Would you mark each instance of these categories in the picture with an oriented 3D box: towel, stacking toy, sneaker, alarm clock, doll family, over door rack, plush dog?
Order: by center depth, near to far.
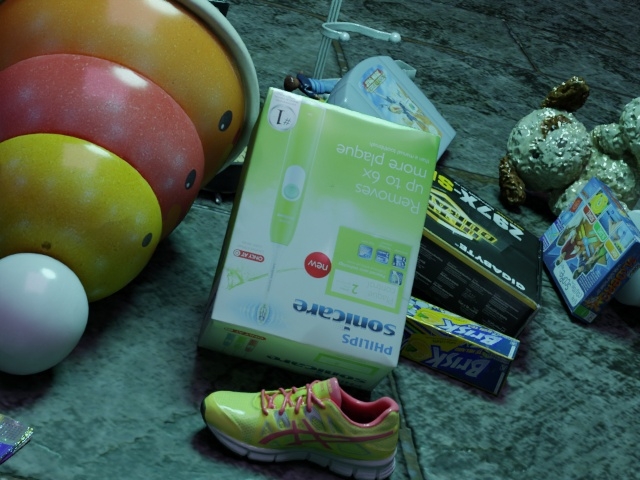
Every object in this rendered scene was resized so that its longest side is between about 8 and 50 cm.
[{"bbox_3d":[-0.308,0.182,1.285,0.060,0.009,0.083,25,25,12],"label":"towel"},{"bbox_3d":[-0.016,0.172,1.405,0.209,0.094,0.081,12,27,-11],"label":"sneaker"},{"bbox_3d":[-0.272,-0.044,1.523,0.351,0.350,0.480,16,48,-5],"label":"stacking toy"},{"bbox_3d":[-0.157,-0.122,1.949,0.129,0.064,0.192,7,29,-23],"label":"alarm clock"},{"bbox_3d":[0.402,-0.122,2.196,0.225,0.262,0.210,33,-6,9],"label":"plush dog"},{"bbox_3d":[0.012,-0.213,2.250,0.111,0.076,0.193,-4,28,-32],"label":"doll family"},{"bbox_3d":[0.117,-0.373,2.443,0.108,0.239,0.324,29,27,26],"label":"over door rack"}]

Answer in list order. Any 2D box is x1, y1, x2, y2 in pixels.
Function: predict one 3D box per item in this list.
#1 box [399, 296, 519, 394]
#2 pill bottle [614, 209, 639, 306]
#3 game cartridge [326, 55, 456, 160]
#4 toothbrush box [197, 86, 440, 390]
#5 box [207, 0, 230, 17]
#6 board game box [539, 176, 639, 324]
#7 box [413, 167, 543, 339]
[{"bbox_3d":[0.148,0.121,1.670,0.169,0.054,0.059,22,25,8],"label":"box"},{"bbox_3d":[0.559,0.039,1.992,0.283,0.160,0.160,8,27,-23],"label":"pill bottle"},{"bbox_3d":[0.109,-0.190,2.189,0.198,0.062,0.297,51,26,-6],"label":"game cartridge"},{"bbox_3d":[0.000,0.000,1.558,0.206,0.122,0.283,16,69,-7],"label":"toothbrush box"},{"bbox_3d":[-0.240,-0.244,1.872,0.073,0.293,0.295,1,30,-31],"label":"box"},{"bbox_3d":[0.378,0.011,1.954,0.035,0.136,0.201,31,21,-21],"label":"board game box"},{"bbox_3d":[0.140,-0.021,1.820,0.322,0.079,0.257,34,19,-3],"label":"box"}]
